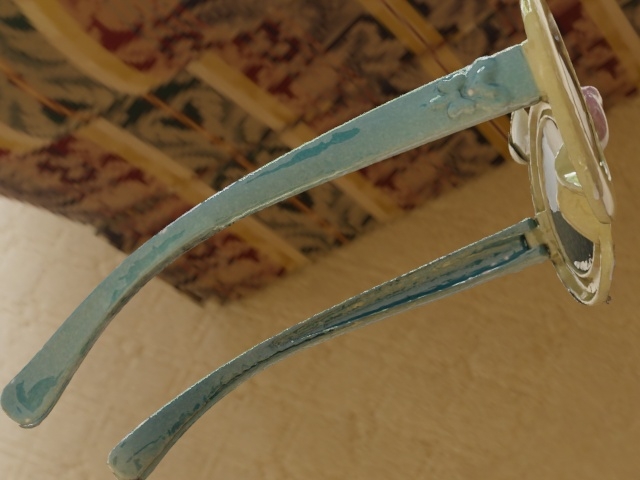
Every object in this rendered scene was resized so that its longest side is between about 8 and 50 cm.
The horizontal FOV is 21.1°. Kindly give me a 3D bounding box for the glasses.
[{"bbox_3d":[0.017,0.024,0.588,0.220,0.190,0.088,-41,73,-5],"label":"glasses"}]
